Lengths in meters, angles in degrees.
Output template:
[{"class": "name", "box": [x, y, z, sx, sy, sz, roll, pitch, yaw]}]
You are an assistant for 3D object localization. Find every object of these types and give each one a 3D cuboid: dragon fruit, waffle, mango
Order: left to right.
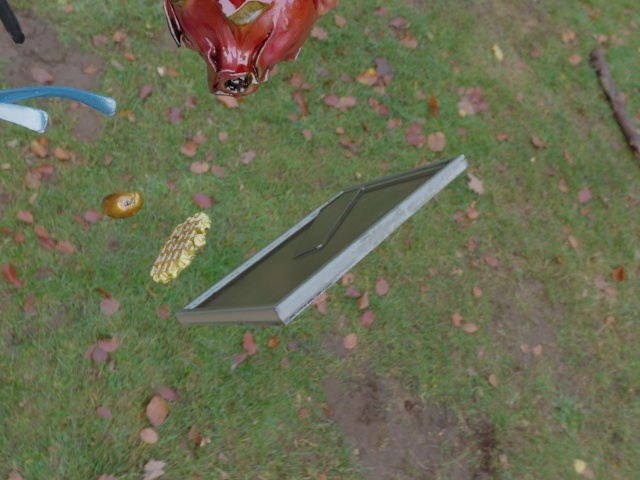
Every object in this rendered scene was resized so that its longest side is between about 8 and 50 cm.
[{"class": "mango", "box": [-0.452, -0.079, 1.437, 0.077, 0.127, 0.063, -21, 104, -45]}, {"class": "waffle", "box": [-0.312, 0.014, 1.421, 0.038, 0.191, 0.191, 43, 56, -28]}, {"class": "dragon fruit", "box": [-0.054, -0.191, 0.481, 0.133, 0.136, 0.165, 1, 80, -11]}]

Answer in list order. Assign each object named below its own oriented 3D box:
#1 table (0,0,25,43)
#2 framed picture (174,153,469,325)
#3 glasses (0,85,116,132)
[{"class": "table", "box": [-0.478, -0.448, 0.874, 0.317, 0.249, 0.317, -2, 61, 5]}, {"class": "framed picture", "box": [0.000, 0.000, 1.038, 0.446, 0.326, 0.028, -38, 106, -33]}, {"class": "glasses", "box": [-0.314, -0.097, 0.556, 0.221, 0.189, 0.088, 10, 106, 4]}]
